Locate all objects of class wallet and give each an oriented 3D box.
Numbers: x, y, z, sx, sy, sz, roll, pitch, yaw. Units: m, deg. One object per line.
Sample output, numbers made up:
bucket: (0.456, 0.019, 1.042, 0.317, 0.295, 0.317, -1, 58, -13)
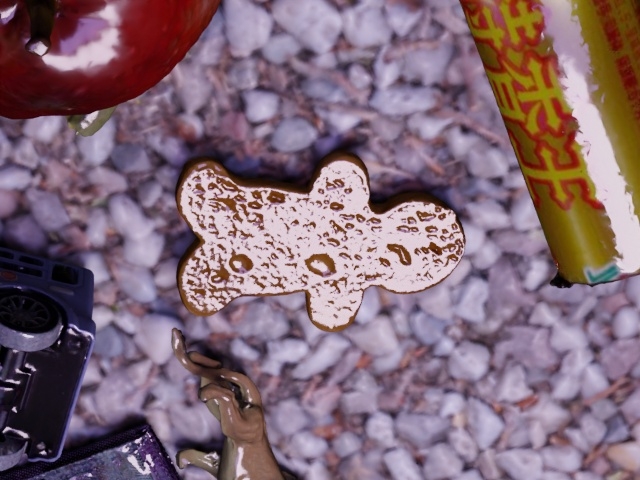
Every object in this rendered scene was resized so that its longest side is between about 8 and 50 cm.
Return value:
wallet: (-0.182, 0.207, 1.468, 0.166, 0.030, 0.111, -20, 119, 9)

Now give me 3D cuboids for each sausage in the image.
sausage: (0.167, -0.123, 1.276, 0.125, 0.117, 0.317, -10, 117, 27)

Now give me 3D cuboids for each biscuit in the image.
biscuit: (0.000, 0.000, 1.376, 0.205, 0.031, 0.138, 0, 115, -2)

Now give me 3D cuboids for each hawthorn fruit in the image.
hawthorn fruit: (-0.160, -0.175, 1.166, 0.210, 0.266, 0.230, -15, 116, -4)

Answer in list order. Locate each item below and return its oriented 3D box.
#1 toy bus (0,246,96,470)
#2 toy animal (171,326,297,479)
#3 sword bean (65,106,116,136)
toy bus: (-0.306, 0.052, 1.336, 0.292, 0.133, 0.125, 14, 119, -11)
toy animal: (-0.071, 0.154, 1.429, 0.086, 0.069, 0.220, -30, 119, -12)
sword bean: (-0.081, -0.168, 1.295, 0.269, 0.038, 0.043, -44, 84, 16)
